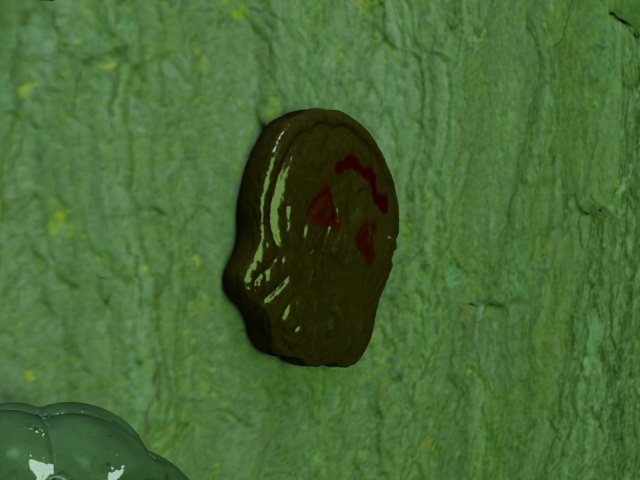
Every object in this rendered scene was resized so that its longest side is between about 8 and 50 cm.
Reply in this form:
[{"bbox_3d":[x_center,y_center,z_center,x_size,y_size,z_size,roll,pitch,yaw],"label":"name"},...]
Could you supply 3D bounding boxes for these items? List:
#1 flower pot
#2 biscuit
[{"bbox_3d":[-0.210,0.238,1.109,0.246,0.195,0.246,-14,107,-55],"label":"flower pot"},{"bbox_3d":[0.002,0.000,1.523,0.273,0.049,0.257,32,70,-53],"label":"biscuit"}]
